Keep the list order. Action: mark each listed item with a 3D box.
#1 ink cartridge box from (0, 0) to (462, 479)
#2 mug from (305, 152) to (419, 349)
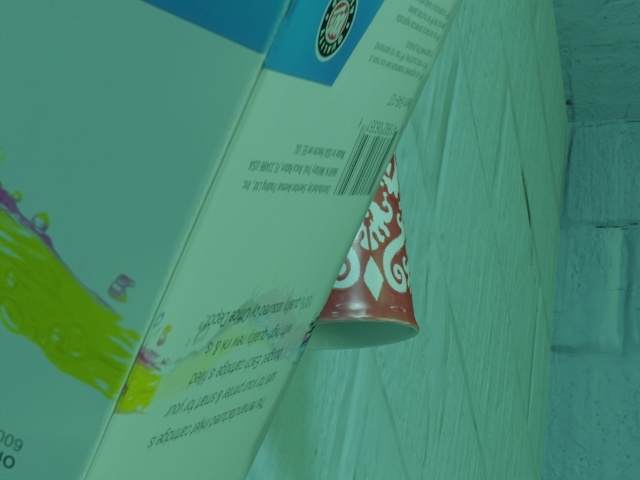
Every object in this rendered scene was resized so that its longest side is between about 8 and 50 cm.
[{"bbox_3d":[-0.088,-0.019,0.491,0.233,0.168,0.171,-66,166,7],"label":"ink cartridge box"},{"bbox_3d":[0.007,-0.018,1.144,0.150,0.113,0.169,46,40,-71],"label":"mug"}]
